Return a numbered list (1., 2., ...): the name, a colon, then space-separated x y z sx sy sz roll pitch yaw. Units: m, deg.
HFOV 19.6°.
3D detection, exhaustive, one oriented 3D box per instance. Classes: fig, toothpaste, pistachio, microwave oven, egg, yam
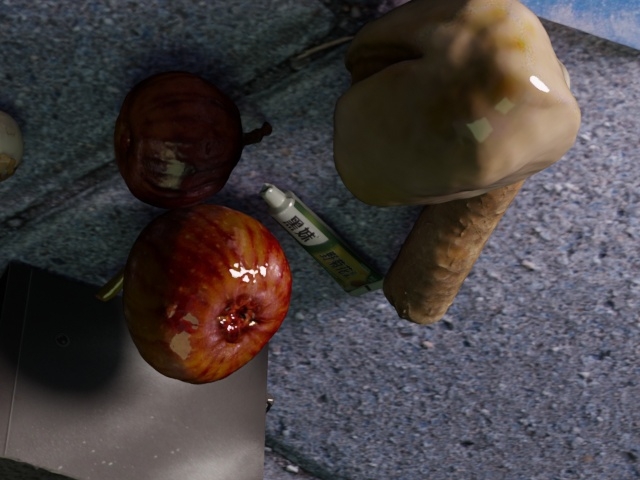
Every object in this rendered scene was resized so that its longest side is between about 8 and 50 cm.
1. fig: -0.130 0.034 1.828 0.175 0.207 0.175 -14 123 -24
2. fig: -0.122 -0.084 1.681 0.128 0.128 0.150 -24 141 28
3. toothpaste: 0.000 0.000 1.853 0.049 0.031 0.204 -20 140 25
4. pistachio: 0.111 -0.115 1.563 0.197 0.166 0.288 19 166 -12
5. microwave oven: -0.280 0.271 2.043 0.374 0.236 0.432 17 140 -21
6. egg: -0.316 -0.086 1.723 0.083 0.071 0.071 -13 141 36
7. yam: 0.144 -0.044 1.754 0.081 0.081 0.357 11 141 -12

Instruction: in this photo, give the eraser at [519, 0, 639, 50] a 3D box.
1. eraser: 0.234 -0.235 1.537 0.312 0.042 0.144 16 140 -17
